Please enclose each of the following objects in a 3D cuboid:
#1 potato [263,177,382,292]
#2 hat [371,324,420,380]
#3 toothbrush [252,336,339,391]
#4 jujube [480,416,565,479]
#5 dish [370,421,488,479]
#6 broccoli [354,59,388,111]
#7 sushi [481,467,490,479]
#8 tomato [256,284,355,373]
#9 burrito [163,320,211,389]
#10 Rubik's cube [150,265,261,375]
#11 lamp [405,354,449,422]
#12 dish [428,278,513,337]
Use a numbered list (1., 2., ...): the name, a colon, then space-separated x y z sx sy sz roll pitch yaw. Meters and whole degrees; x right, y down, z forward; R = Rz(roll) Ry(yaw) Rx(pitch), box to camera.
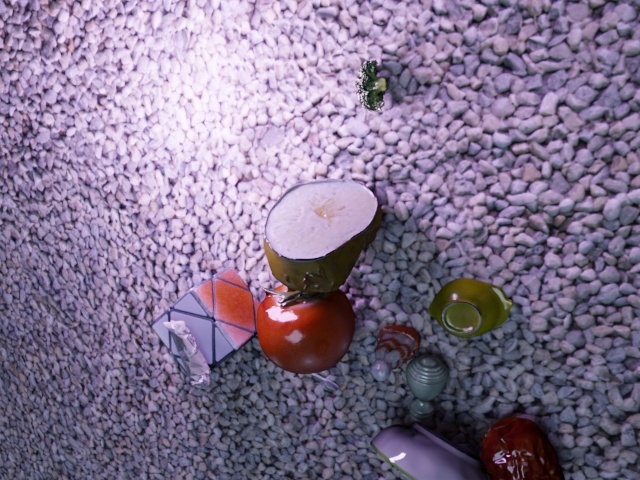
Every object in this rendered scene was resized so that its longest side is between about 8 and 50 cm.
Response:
1. potato: 0.000 0.000 1.519 0.246 0.300 0.196 38 150 29
2. hat: 0.175 0.284 1.561 0.112 0.162 0.093 4 111 28
3. toothbrush: -0.074 0.348 1.774 0.287 0.025 0.020 28 116 15
4. jujube: 0.484 0.547 1.499 0.174 0.174 0.250 -24 97 29
5. dish: 0.291 0.532 1.543 0.324 0.324 0.124 29 83 14
6. broccoli: 0.120 -0.351 1.426 0.092 0.097 0.095 -2 146 37
7. sushi: 0.417 0.615 1.634 0.083 0.044 0.046 -32 70 28
8. tomato: -0.038 0.213 1.585 0.256 0.256 0.224 8 117 22
9. burrito: -0.338 0.292 1.625 0.064 0.064 0.203 -23 94 29
10. Rubik's cube: -0.298 0.227 1.734 0.205 0.205 0.207 -38 90 30
11. lamp: 0.265 0.373 1.588 0.106 0.106 0.192 12 120 21
12. dish: 0.347 0.171 1.491 0.208 0.080 0.148 -12 102 29
